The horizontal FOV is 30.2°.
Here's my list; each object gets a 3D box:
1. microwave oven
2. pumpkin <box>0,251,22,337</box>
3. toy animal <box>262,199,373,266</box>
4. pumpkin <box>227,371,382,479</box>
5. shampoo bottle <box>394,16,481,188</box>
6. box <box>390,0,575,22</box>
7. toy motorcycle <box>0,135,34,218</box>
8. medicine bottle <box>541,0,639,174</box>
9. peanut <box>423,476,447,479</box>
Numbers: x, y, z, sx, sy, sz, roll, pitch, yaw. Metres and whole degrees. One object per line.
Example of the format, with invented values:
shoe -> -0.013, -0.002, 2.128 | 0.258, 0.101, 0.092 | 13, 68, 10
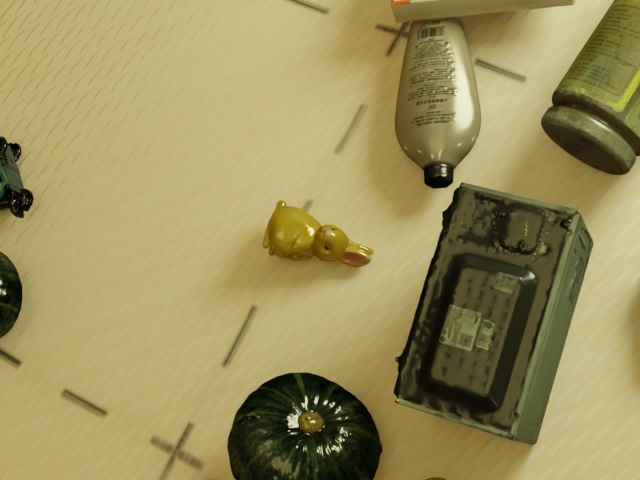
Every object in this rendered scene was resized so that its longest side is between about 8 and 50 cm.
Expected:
microwave oven -> 0.225, 0.098, 1.551 | 0.181, 0.237, 0.295 | 15, 84, 21
pumpkin -> -0.546, 0.089, 1.842 | 0.167, 0.125, 0.167 | 0, 90, 5
toy animal -> 0.001, -0.003, 1.737 | 0.159, 0.070, 0.083 | 14, 77, 15
pumpkin -> -0.023, 0.282, 1.616 | 0.211, 0.152, 0.212 | 8, 55, -12
shampoo bottle -> 0.171, -0.200, 1.730 | 0.127, 0.078, 0.257 | -2, 71, 14
box -> 0.244, -0.450, 1.760 | 0.265, 0.048, 0.273 | -2, 58, 17
toy motorcycle -> -0.524, -0.100, 1.926 | 0.100, 0.058, 0.173 | -31, 67, 14
medicine bottle -> 0.445, -0.258, 1.626 | 0.151, 0.151, 0.322 | 32, 86, 22
peanut -> 0.155, 0.408, 1.568 | 0.082, 0.082, 0.187 | 1, 75, 17
